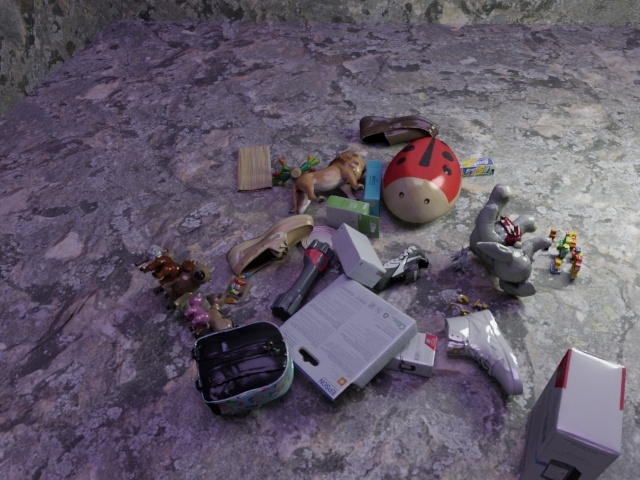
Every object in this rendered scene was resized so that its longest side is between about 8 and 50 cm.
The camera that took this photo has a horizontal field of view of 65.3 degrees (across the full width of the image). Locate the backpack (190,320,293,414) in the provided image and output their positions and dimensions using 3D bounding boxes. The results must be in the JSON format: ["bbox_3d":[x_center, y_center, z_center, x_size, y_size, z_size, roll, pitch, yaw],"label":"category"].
[{"bbox_3d":[-0.201,0.350,1.386,0.253,0.191,0.225,-20,51,-2],"label":"backpack"}]

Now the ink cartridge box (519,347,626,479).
[{"bbox_3d":[0.578,0.434,1.160,0.131,0.307,0.226,16,49,19],"label":"ink cartridge box"}]

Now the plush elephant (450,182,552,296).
[{"bbox_3d":[0.609,0.025,1.612,0.330,0.272,0.255,-44,37,2],"label":"plush elephant"}]

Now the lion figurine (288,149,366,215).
[{"bbox_3d":[0.021,-0.235,1.989,0.391,0.142,0.240,-15,55,-17],"label":"lion figurine"}]

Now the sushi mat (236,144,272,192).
[{"bbox_3d":[-0.292,-0.319,2.193,0.151,0.019,0.317,-6,45,-3],"label":"sushi mat"}]

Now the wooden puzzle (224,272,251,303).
[{"bbox_3d":[-0.278,0.159,1.679,0.078,0.014,0.117,13,74,10],"label":"wooden puzzle"}]

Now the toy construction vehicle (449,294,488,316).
[{"bbox_3d":[0.472,0.208,1.589,0.098,0.035,0.085,33,55,31],"label":"toy construction vehicle"}]

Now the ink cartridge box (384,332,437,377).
[{"bbox_3d":[0.259,0.326,1.467,0.150,0.063,0.109,9,46,15],"label":"ink cartridge box"}]

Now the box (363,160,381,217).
[{"bbox_3d":[0.209,-0.205,1.980,0.060,0.101,0.245,2,45,8],"label":"box"}]

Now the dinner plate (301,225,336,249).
[{"bbox_3d":[0.000,0.000,1.849,0.141,0.017,0.141,-3,44,2],"label":"dinner plate"}]

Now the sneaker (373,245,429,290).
[{"bbox_3d":[0.277,0.106,1.677,0.234,0.078,0.106,-34,49,-29],"label":"sneaker"}]

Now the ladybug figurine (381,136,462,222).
[{"bbox_3d":[0.399,-0.259,1.937,0.304,0.162,0.450,12,48,12],"label":"ladybug figurine"}]

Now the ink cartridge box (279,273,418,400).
[{"bbox_3d":[0.062,0.281,1.481,0.330,0.072,0.324,-39,43,-18],"label":"ink cartridge box"}]

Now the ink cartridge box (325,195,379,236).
[{"bbox_3d":[0.127,-0.090,1.863,0.209,0.109,0.062,13,50,17],"label":"ink cartridge box"}]

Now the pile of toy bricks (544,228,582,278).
[{"bbox_3d":[0.835,0.016,1.703,0.117,0.105,0.212,12,47,16],"label":"pile of toy bricks"}]

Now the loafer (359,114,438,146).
[{"bbox_3d":[0.343,-0.470,2.238,0.365,0.134,0.130,6,68,24],"label":"loafer"}]

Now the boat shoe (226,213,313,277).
[{"bbox_3d":[-0.161,0.026,1.774,0.340,0.122,0.110,-29,53,-10],"label":"boat shoe"}]

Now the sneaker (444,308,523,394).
[{"bbox_3d":[0.448,0.328,1.430,0.169,0.108,0.293,-9,35,-2],"label":"sneaker"}]

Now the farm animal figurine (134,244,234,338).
[{"bbox_3d":[-0.406,0.156,1.590,0.172,0.331,0.326,-38,25,-26],"label":"farm animal figurine"}]

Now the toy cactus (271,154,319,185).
[{"bbox_3d":[-0.103,-0.292,2.061,0.218,0.112,0.180,-14,12,-1],"label":"toy cactus"}]

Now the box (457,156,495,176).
[{"bbox_3d":[0.634,-0.304,2.078,0.168,0.054,0.059,-4,45,0],"label":"box"}]

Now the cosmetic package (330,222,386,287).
[{"bbox_3d":[0.122,0.047,1.679,0.117,0.086,0.231,29,22,-26],"label":"cosmetic package"}]

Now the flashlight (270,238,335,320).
[{"bbox_3d":[-0.062,0.132,1.672,0.103,0.103,0.304,22,55,19],"label":"flashlight"}]
